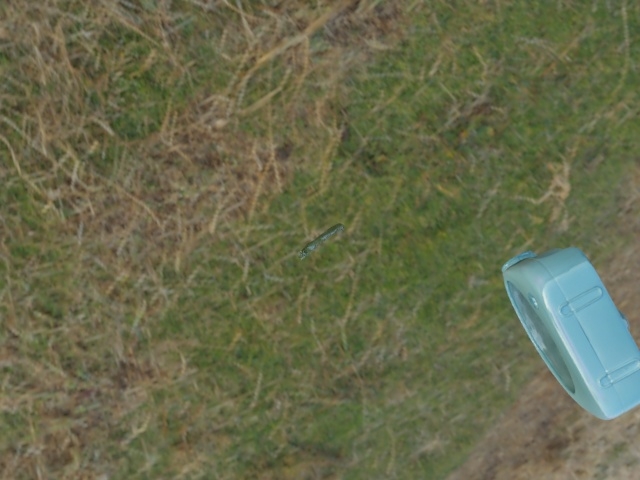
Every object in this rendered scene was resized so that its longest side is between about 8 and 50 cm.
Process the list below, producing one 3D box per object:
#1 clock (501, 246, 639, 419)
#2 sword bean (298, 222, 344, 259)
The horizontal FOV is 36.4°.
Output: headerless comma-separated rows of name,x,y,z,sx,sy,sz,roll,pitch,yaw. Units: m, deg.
clock,0.335,0.108,1.316,0.094,0.274,0.223,-29,96,2
sword bean,0.000,0.000,0.973,0.083,0.012,0.012,-37,152,-52
